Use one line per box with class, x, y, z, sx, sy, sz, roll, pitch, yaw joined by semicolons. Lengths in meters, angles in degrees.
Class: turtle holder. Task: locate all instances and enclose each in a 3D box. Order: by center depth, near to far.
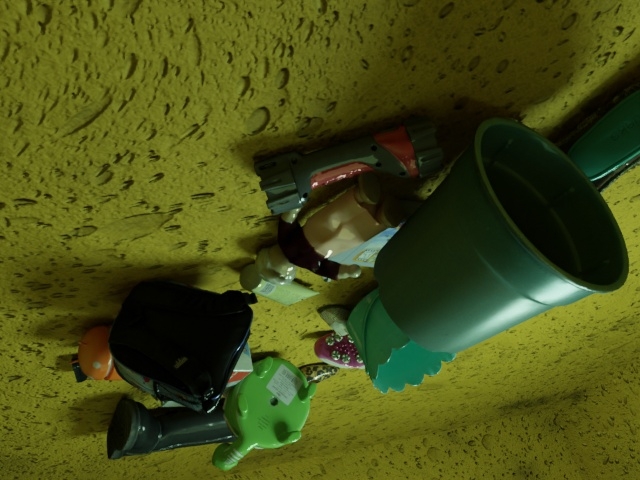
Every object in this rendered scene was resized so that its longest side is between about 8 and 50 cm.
turtle holder;-0.170;0.505;1.866;0.244;0.320;0.227;15;157;-24

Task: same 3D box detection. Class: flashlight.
flashlight;0.051;-0.120;1.092;0.304;0.103;0.103;-19;154;2

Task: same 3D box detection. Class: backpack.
backpack;-0.298;0.213;1.348;0.264;0.276;0.213;24;142;-2

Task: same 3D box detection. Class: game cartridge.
game cartridge;0.158;-0.011;1.390;0.297;0.062;0.198;7;148;-36

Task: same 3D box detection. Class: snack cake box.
snack cake box;-0.322;0.373;1.784;0.152;0.089;0.264;12;141;-37

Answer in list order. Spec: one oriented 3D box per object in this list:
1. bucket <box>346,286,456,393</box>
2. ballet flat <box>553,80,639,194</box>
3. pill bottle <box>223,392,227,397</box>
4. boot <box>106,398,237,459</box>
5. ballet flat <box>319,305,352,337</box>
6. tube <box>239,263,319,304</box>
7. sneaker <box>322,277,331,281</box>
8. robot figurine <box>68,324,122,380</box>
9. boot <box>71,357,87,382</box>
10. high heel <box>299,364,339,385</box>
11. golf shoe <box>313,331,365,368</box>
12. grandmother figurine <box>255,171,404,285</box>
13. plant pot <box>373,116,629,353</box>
bucket;0.214;0.239;1.660;0.281;0.183;0.281;-22;143;-18
ballet flat;0.495;-0.130;1.265;0.483;0.164;0.182;-39;165;33
pill bottle;-0.274;0.460;2.007;0.043;0.043;0.083;4;145;-32
boot;-0.418;0.581;2.038;0.446;0.146;0.367;3;154;-26
ballet flat;0.074;0.230;1.751;0.073;0.067;0.206;-30;148;28
tube;-0.097;0.110;1.475;0.240;0.070;0.062;32;82;-57
sneaker;0.006;0.059;1.458;0.044;0.040;0.109;1;147;3
robot figurine;-0.454;0.258;1.474;0.220;0.128;0.158;7;179;-35
boot;-0.563;0.314;1.609;0.099;0.045;0.121;-9;150;-18
high heel;-0.049;0.502;2.045;0.261;0.186;0.093;-14;151;-4
golf shoe;0.093;0.341;1.917;0.306;0.115;0.140;9;146;-36
grandmother figurine;0.000;0.000;1.263;0.342;0.207;0.104;-29;-166;36
plant pot;0.291;0.022;1.146;0.341;0.341;0.334;7;143;-35
